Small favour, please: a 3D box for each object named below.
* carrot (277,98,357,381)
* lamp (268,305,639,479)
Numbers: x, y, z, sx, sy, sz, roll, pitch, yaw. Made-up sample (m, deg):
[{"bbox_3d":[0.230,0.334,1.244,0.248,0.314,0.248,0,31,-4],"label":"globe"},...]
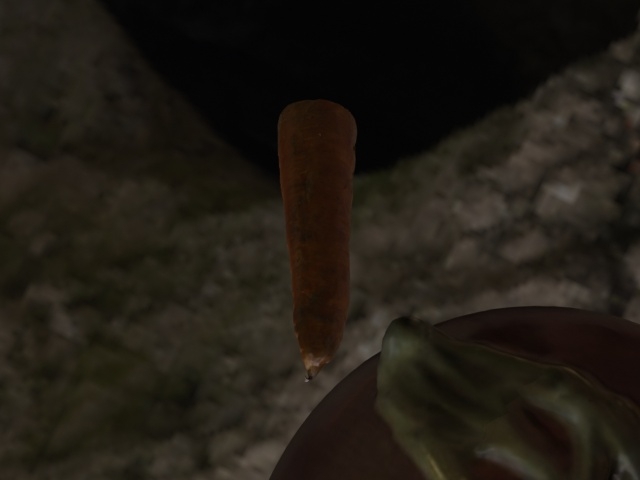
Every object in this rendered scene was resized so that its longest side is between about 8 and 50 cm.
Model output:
[{"bbox_3d":[0.000,0.000,1.274,0.057,0.224,0.057,-1,137,-1],"label":"carrot"},{"bbox_3d":[0.035,0.106,0.514,0.151,0.215,0.223,64,159,11],"label":"lamp"}]
